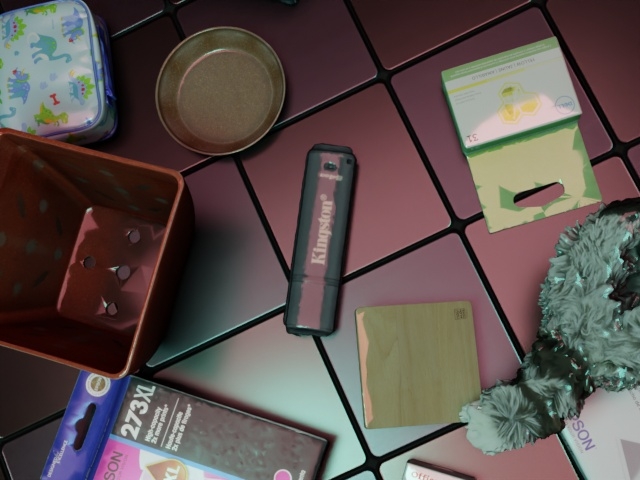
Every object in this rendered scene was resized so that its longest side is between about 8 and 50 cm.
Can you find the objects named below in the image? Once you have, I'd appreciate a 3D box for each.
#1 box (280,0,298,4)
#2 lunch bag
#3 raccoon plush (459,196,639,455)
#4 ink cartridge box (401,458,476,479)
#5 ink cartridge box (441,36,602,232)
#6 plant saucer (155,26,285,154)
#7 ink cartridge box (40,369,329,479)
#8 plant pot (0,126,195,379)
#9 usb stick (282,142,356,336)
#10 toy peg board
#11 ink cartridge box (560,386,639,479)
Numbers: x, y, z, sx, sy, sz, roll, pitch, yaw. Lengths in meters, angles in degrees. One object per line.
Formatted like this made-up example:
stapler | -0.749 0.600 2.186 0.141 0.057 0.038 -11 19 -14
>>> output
box | -0.156 -0.538 1.367 0.293 0.183 0.297 11 82 12
lunch bag | -0.398 -0.245 1.401 0.176 0.090 0.219 -12 79 8
raccoon plush | 0.390 0.082 1.198 0.446 0.299 0.216 -36 73 34
ink cartridge box | 0.145 0.371 1.234 0.099 0.056 0.135 14 84 11
ink cartridge box | 0.283 -0.148 1.300 0.171 0.056 0.235 -16 77 5
plant saucer | -0.147 -0.220 1.386 0.198 0.036 0.199 -1 81 8
ink cartridge box | -0.189 0.298 1.257 0.370 0.069 0.176 16 77 9
plant pot | -0.312 0.029 1.269 0.267 0.236 0.267 15 83 10
usb stick | 0.000 0.000 1.322 0.077 0.045 0.278 6 81 10
toy peg board | 0.128 0.170 1.270 0.160 0.079 0.161 -3 81 -8
ink cartridge box | 0.446 0.263 1.211 0.223 0.045 0.223 -29 77 3
